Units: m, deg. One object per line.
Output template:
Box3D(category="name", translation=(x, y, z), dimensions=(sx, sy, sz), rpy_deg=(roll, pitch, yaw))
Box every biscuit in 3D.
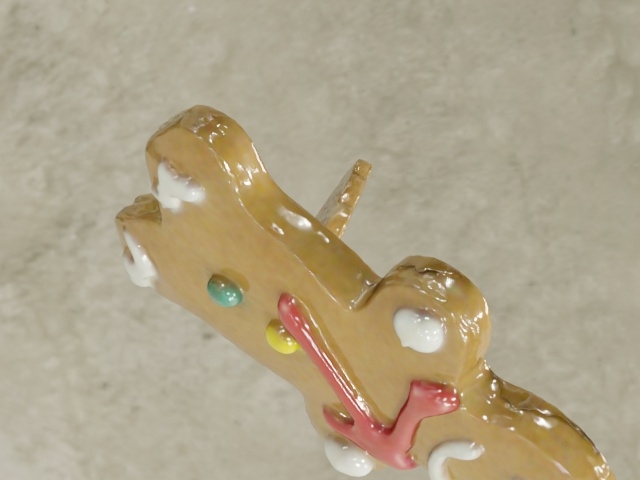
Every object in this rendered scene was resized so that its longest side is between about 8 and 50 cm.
Box3D(category="biscuit", translation=(-0.002, 0.006, 1.337), dimensions=(0.027, 0.133, 0.184), rpy_deg=(32, 31, -4))
Box3D(category="biscuit", translation=(0.020, 0.068, 0.817), dimensions=(0.340, 0.216, 0.047), rpy_deg=(40, 61, 5))
